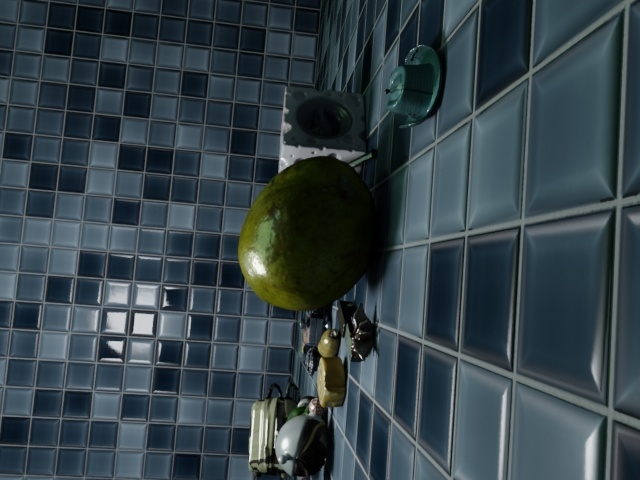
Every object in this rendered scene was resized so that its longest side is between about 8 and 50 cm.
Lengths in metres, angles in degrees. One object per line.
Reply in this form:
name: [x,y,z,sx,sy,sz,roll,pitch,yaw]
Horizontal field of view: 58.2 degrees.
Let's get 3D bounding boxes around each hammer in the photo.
hammer: [0.061,-0.185,1.552,0.246,0.029,0.103,-20,70,47]

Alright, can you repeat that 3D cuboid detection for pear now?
pear: [-0.029,-0.005,1.398,0.413,0.352,0.352,-53,28,43]

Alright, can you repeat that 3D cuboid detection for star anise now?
star anise: [0.094,0.208,1.326,0.124,0.056,0.129,125,149,-79]

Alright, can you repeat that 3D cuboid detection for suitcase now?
suitcase: [-0.132,0.701,2.147,0.351,0.194,0.339,55,-146,-64]

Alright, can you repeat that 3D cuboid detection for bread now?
bread: [0.035,0.413,1.665,0.122,0.073,0.149,-101,15,-51]

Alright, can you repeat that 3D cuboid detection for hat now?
hat: [0.156,-0.270,1.038,0.191,0.078,0.138,164,109,-83]

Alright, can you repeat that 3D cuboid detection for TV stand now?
TV stand: [0.079,0.233,1.513,0.256,0.040,0.049,-104,21,-71]

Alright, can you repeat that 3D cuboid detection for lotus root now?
lotus root: [0.025,0.332,1.828,0.072,0.063,0.152,-107,25,-48]

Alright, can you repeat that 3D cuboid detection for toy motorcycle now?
toy motorcycle: [-0.021,0.329,2.065,0.173,0.108,0.307,99,177,-78]

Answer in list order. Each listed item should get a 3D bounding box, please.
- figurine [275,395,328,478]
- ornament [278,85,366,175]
figurine: [-0.053,0.630,1.873,0.370,0.167,0.281,-72,-8,-79]
ornament: [-0.002,-0.291,1.747,0.239,0.239,0.239,102,170,-56]
